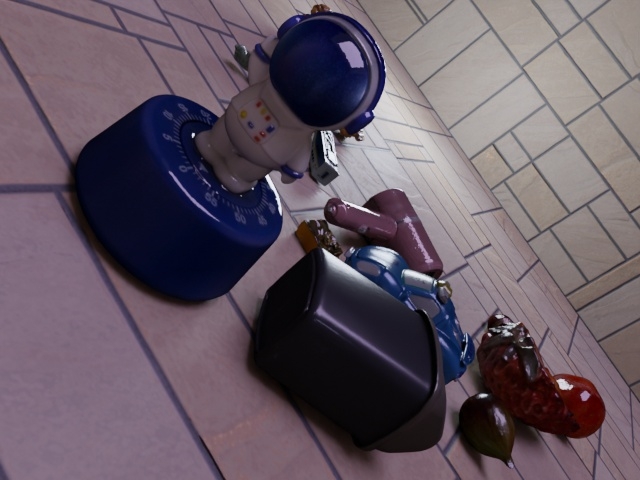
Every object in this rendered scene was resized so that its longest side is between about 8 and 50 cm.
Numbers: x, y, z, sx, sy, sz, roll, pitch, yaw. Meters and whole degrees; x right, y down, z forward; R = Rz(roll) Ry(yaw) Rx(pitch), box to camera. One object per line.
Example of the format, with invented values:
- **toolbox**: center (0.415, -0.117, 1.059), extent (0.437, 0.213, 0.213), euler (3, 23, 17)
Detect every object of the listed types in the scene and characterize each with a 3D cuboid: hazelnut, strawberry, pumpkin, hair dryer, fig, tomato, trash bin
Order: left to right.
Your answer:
- **pumpkin**: center (0.000, 0.000, 1.209), extent (0.074, 0.054, 0.083), euler (-7, 67, -58)
- **trash bin**: center (0.056, 0.163, 0.935), extent (0.290, 0.182, 0.209), euler (38, 28, -21)
- **hair dryer**: center (0.115, -0.013, 1.355), extent (0.352, 0.125, 0.210), euler (14, 46, -54)
- **fig**: center (0.334, 0.372, 1.253), extent (0.109, 0.103, 0.155), euler (-3, 48, -37)
- **hazelnut**: center (0.501, 0.244, 1.788), extent (0.086, 0.086, 0.086), euler (42, 26, -25)
- **strawberry**: center (0.490, 0.354, 1.543), extent (0.336, 0.149, 0.265), euler (53, 14, -27)
- **tomato**: center (0.685, 0.440, 1.761), extent (0.187, 0.151, 0.187), euler (38, 25, -21)

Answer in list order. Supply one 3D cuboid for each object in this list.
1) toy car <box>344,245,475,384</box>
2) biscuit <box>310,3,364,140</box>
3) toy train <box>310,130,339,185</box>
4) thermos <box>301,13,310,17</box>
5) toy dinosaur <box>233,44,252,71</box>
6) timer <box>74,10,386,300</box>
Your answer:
- **toy car**: center (0.169, 0.126, 1.217), extent (0.314, 0.166, 0.198), euler (52, 20, 0)
- **biscuit**: center (0.048, -0.453, 1.767), extent (0.094, 0.054, 0.379), euler (-28, 105, -73)
- **toy train**: center (0.004, -0.212, 1.518), extent (0.052, 0.051, 0.234), euler (41, 23, -28)
- **thermos**: center (-0.041, -0.545, 1.789), extent (0.109, 0.136, 0.330), euler (45, 24, -8)
- **toy dinosaur**: center (-0.059, -0.333, 1.530), extent (0.129, 0.076, 0.383), euler (41, 3, 42)
- **timer**: center (-0.087, -0.129, 0.806), extent (0.270, 0.383, 0.270), euler (41, 26, -25)
